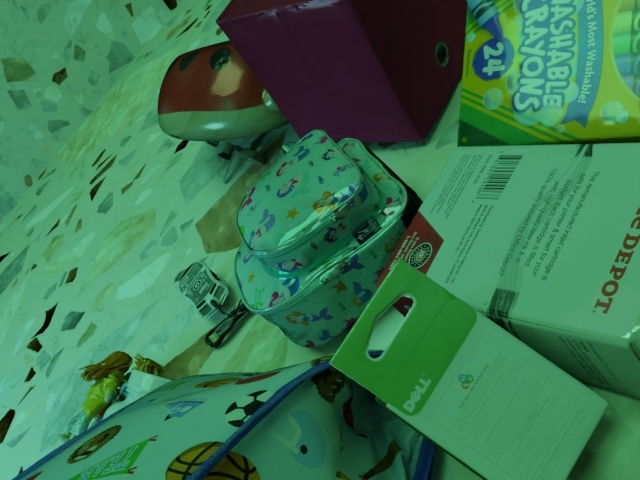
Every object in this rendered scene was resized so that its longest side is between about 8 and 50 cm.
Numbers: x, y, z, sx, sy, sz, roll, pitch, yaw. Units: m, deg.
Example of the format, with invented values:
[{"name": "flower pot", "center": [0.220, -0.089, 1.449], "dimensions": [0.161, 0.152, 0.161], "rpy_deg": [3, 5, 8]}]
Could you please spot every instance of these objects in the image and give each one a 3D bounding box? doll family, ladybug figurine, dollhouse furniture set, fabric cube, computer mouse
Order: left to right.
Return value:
[{"name": "doll family", "center": [-0.300, 0.247, 0.938], "dimensions": [0.263, 0.118, 0.163], "rpy_deg": [6, 61, 50]}, {"name": "computer mouse", "center": [-0.173, 0.093, 1.029], "dimensions": [0.106, 0.042, 0.193], "rpy_deg": [-52, 39, 1]}, {"name": "dollhouse furniture set", "center": [-0.177, -0.152, 1.257], "dimensions": [0.114, 0.091, 0.081], "rpy_deg": [22, 88, 51]}, {"name": "ladybug figurine", "center": [-0.173, -0.304, 1.236], "dimensions": [0.305, 0.161, 0.449], "rpy_deg": [-25, 23, -24]}, {"name": "fabric cube", "center": [0.054, -0.330, 0.974], "dimensions": [0.259, 0.258, 0.254], "rpy_deg": [7, 57, 40]}]

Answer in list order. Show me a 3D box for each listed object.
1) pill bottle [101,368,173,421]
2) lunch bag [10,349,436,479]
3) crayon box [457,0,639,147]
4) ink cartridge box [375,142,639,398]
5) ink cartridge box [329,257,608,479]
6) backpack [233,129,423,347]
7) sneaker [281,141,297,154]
[{"name": "pill bottle", "center": [-0.228, 0.279, 0.792], "dimensions": [0.121, 0.121, 0.216], "rpy_deg": [0, 68, 48]}, {"name": "lunch bag", "center": [-0.093, 0.244, 0.597], "dimensions": [0.328, 0.238, 0.385], "rpy_deg": [-19, 11, 38]}, {"name": "crayon box", "center": [0.306, -0.194, 0.650], "dimensions": [0.323, 0.083, 0.202], "rpy_deg": [2, 86, 41]}, {"name": "ink cartridge box", "center": [0.219, 0.014, 0.607], "dimensions": [0.273, 0.114, 0.197], "rpy_deg": [9, 62, 52]}, {"name": "ink cartridge box", "center": [0.118, 0.120, 0.533], "dimensions": [0.109, 0.209, 0.062], "rpy_deg": [-55, -2, -11]}, {"name": "backpack", "center": [0.000, 0.000, 0.813], "dimensions": [0.253, 0.191, 0.225], "rpy_deg": [-46, 34, 11]}, {"name": "sneaker", "center": [-0.009, -0.138, 1.082], "dimensions": [0.073, 0.063, 0.162], "rpy_deg": [-34, 35, -14]}]
